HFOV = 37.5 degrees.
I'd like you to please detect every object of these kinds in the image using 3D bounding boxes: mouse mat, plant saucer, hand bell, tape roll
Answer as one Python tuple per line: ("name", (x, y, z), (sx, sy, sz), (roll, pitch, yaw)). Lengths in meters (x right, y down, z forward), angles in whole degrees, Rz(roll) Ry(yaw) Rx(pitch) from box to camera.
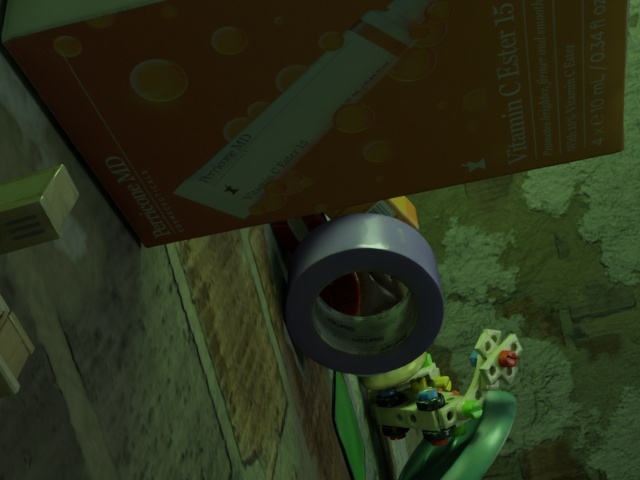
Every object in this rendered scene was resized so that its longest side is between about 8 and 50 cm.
("mouse mat", (0.044, 0.287, 1.401), (0.152, 0.007, 0.190), (-87, 162, -61))
("plant saucer", (0.226, 0.384, 1.680), (0.043, 0.317, 0.317), (39, 13, -3))
("hand bell", (0.075, 0.123, 1.610), (0.242, 0.126, 0.126), (62, 13, -17))
("tape roll", (0.052, 0.066, 1.142), (0.080, 0.189, 0.189), (-90, 166, -58))

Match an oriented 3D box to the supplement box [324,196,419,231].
("supplement box", (0.017, -0.083, 1.161), (0.233, 0.080, 0.078), (46, 17, -14))

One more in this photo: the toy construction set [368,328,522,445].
("toy construction set", (0.211, 0.268, 1.664), (0.215, 0.327, 0.151), (-17, 82, -39))

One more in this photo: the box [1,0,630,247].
("box", (0.009, -0.150, 0.616), (0.215, 0.345, 0.168), (66, 15, -53))

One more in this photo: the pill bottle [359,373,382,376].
("pill bottle", (0.065, 0.107, 1.447), (0.108, 0.108, 0.180), (-83, 159, -65))

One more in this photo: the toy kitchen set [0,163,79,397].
("toy kitchen set", (-0.129, 0.029, 0.383), (0.068, 0.075, 0.083), (-85, 157, -59))

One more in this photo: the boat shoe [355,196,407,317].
("boat shoe", (0.058, 0.021, 1.316), (0.098, 0.109, 0.302), (14, -66, 52))

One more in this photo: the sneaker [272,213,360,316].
("sneaker", (0.000, 0.000, 1.246), (0.128, 0.087, 0.221), (-89, 166, -50))
